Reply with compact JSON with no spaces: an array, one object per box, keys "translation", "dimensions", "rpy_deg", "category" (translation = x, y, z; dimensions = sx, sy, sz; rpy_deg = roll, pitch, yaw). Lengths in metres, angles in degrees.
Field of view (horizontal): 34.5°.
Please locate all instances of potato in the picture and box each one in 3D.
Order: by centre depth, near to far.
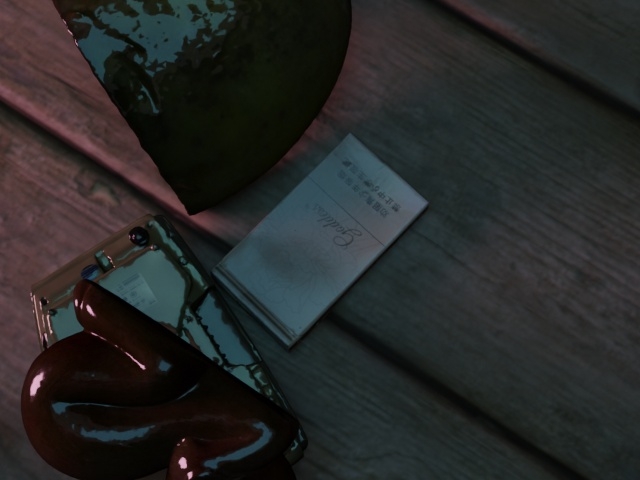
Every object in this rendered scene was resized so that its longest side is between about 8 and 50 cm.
[{"translation":[-0.079,-0.189,0.945],"dimensions":[0.255,0.112,0.269],"rpy_deg":[-33,111,-5],"category":"potato"}]

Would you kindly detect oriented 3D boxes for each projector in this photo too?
[{"translation":[-0.155,0.128,0.945],"dimensions":[0.193,0.088,0.269],"rpy_deg":[-33,78,-7],"category":"projector"}]

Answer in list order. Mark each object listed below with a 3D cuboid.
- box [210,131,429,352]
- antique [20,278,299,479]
[{"translation":[0.000,0.000,0.996],"dimensions":[0.109,0.029,0.198],"rpy_deg":[43,82,12],"category":"box"},{"translation":[-0.126,0.154,0.833],"dimensions":[0.257,0.121,0.143],"rpy_deg":[31,82,9],"category":"antique"}]
